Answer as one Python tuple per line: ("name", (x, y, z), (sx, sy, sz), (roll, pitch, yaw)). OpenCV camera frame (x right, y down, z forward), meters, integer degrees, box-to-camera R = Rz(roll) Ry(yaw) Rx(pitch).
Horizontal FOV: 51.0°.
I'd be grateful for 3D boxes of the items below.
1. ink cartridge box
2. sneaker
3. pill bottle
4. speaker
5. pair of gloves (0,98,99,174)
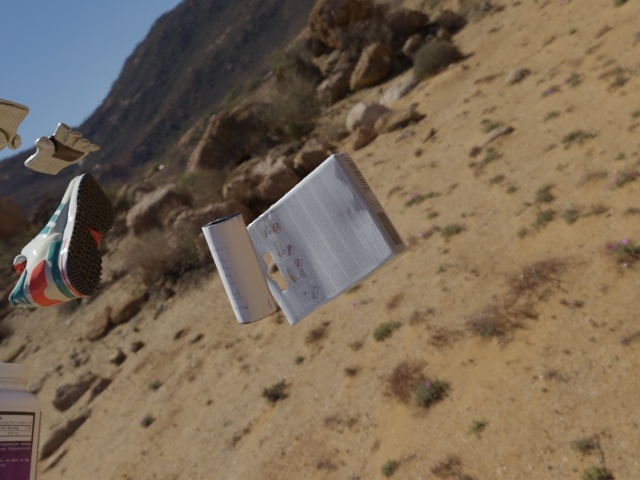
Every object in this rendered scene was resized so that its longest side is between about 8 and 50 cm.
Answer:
("ink cartridge box", (0.000, 0.000, 1.085), (0.232, 0.189, 0.066), (-38, -13, 33))
("sneaker", (-0.231, -0.001, 0.591), (0.075, 0.057, 0.161), (-20, 38, 5))
("pill bottle", (-0.627, 0.401, 1.265), (0.181, 0.181, 0.323), (-25, 62, 50))
("speaker", (-0.104, 0.035, 0.861), (0.055, 0.136, 0.055), (-20, 9, 3))
("pair of gloves", (-0.603, -0.198, 1.372), (0.204, 0.240, 0.042), (-21, 63, 35))
